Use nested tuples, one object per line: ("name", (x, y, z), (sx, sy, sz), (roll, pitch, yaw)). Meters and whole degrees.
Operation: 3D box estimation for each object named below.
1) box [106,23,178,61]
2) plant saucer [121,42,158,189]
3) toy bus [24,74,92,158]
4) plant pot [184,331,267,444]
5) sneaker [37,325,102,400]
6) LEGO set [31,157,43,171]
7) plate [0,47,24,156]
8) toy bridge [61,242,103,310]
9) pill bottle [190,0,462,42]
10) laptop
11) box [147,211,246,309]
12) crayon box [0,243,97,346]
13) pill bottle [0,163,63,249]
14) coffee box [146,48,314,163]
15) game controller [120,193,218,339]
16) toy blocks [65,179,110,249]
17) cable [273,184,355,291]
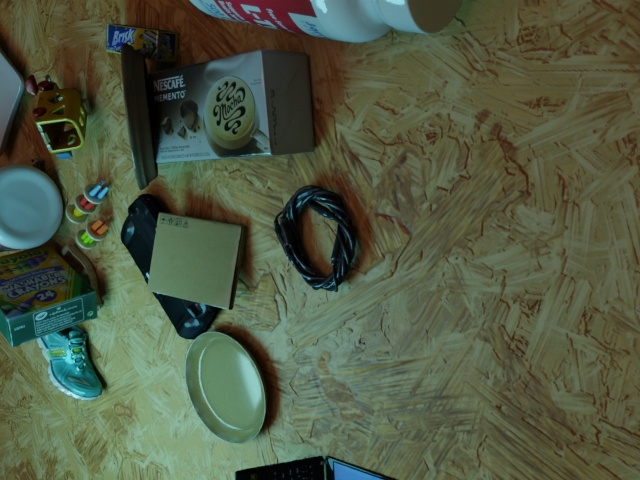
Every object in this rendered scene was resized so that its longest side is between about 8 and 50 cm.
("box", (-0.363, -0.401, 1.305), (0.168, 0.054, 0.059), (19, 111, 34))
("plant saucer", (-0.346, -0.237, 1.246), (0.278, 0.041, 0.278), (175, 90, -79))
("toy bus", (-0.578, -0.294, 1.466), (0.104, 0.191, 0.202), (-9, 95, -4))
("plant pot", (-0.190, 0.298, 1.322), (0.236, 0.032, 0.236), (9, 105, 36))
("sneaker", (-0.637, 0.285, 1.636), (0.110, 0.107, 0.275), (-48, 69, 24))
("LEGO set", (-0.732, -0.185, 1.669), (0.083, 0.023, 0.054), (-19, 85, 53))
("plate", (-0.879, -0.402, 1.725), (0.278, 0.045, 0.277), (50, 124, 20))
("toy bridge", (-0.583, 0.088, 1.597), (0.063, 0.026, 0.188), (-39, 75, 36))
("pill bottle", (-0.005, -0.407, 0.905), (0.407, 0.229, 0.229), (23, 112, 34))
("laptop", (-0.007, 0.526, 1.152), (0.136, 0.264, 0.234), (-153, 59, -73))
("box", (-0.247, 0.038, 1.272), (0.201, 0.021, 0.165), (10, 91, 24))
("crayon box", (-0.709, 0.112, 1.559), (0.323, 0.203, 0.083), (30, 127, 39))
("pill bottle", (-0.845, -0.073, 1.657), (0.362, 0.210, 0.210), (-4, 96, 40))
("coffee box", (-0.164, -0.228, 1.138), (0.297, 0.118, 0.168), (3, 101, 38))
("game controller", (-0.328, 0.057, 1.376), (0.319, 0.067, 0.166), (55, 141, 17))
("toy blocks", (-0.527, -0.063, 1.505), (0.148, 0.054, 0.123), (-34, 77, 37))
("cable", (0.000, 0.000, 1.108), (0.150, 0.047, 0.185), (-33, 75, 33))
